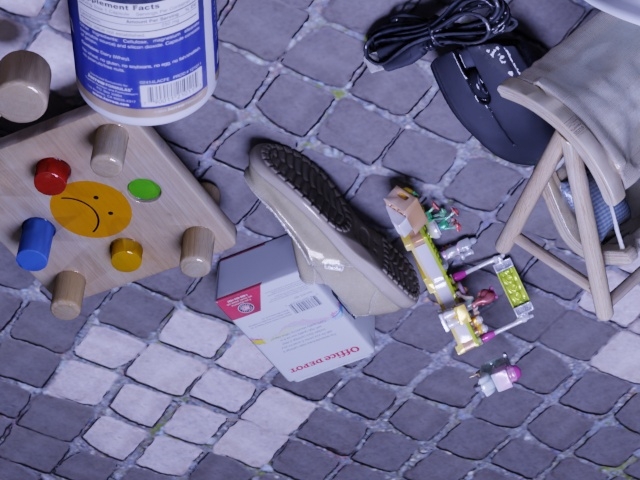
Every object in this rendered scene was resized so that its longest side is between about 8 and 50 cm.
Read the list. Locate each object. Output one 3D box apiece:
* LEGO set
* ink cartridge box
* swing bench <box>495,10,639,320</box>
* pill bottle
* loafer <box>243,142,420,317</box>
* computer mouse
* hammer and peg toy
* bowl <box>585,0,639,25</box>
[{"bbox_3d":[0.174,0.035,2.302,0.107,0.132,0.287,-25,109,4],"label":"LEGO set"},{"bbox_3d":[-0.029,0.082,2.379,0.127,0.072,0.175,-21,132,22],"label":"ink cartridge box"},{"bbox_3d":[0.319,-0.104,2.005,0.165,0.253,0.254,34,147,29],"label":"swing bench"},{"bbox_3d":[-0.181,-0.258,1.968,0.153,0.153,0.264,2,136,1],"label":"pill bottle"},{"bbox_3d":[0.000,0.000,2.241,0.092,0.102,0.268,-38,109,23],"label":"loafer"},{"bbox_3d":[0.187,-0.151,2.098,0.188,0.072,0.272,-16,139,41],"label":"computer mouse"},{"bbox_3d":[-0.294,-0.074,2.189,0.266,0.127,0.361,-19,133,24],"label":"hammer and peg toy"},{"bbox_3d":[0.393,-0.286,1.853,0.298,0.298,0.134,7,112,-4],"label":"bowl"}]
